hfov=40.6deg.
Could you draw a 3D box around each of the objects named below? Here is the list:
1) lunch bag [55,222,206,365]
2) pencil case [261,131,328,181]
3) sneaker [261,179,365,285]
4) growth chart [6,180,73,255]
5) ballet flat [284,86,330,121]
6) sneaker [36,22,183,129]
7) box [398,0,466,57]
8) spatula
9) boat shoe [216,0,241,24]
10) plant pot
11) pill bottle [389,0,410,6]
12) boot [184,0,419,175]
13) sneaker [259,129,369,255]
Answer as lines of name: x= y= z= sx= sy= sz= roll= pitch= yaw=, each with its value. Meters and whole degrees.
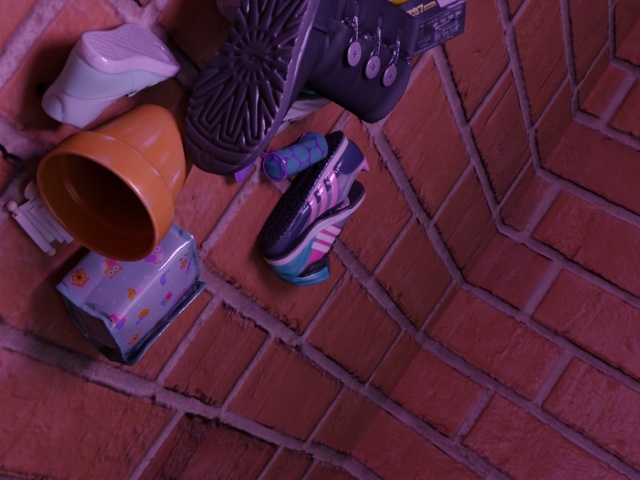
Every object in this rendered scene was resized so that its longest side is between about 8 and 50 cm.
lunch bag: x=-0.324 y=0.093 z=1.530 sx=0.223 sy=0.160 sz=0.262 roll=-50 pitch=164 yaw=-24
pencil case: x=-0.053 y=-0.177 z=1.811 sx=0.064 sy=0.070 sz=0.152 roll=-34 pitch=180 yaw=45
sneaker: x=0.000 y=0.000 z=2.021 sx=0.295 sy=0.124 sz=0.178 roll=-40 pitch=144 yaw=-19
growth chart: x=-0.383 y=-0.083 z=1.385 sx=0.237 sy=0.021 sz=0.172 roll=-45 pitch=150 yaw=-26
ballet flat: x=-0.086 y=-0.267 z=1.616 sx=0.400 sy=0.139 sz=0.139 roll=-27 pitch=140 yaw=-40
sneaker: x=-0.315 y=-0.239 z=1.287 sx=0.151 sy=0.094 sz=0.256 roll=-44 pitch=175 yaw=23
box: x=0.186 y=-0.434 z=1.792 sx=0.233 sy=0.059 sz=0.183 roll=-25 pitch=170 yaw=5
spatula: x=-0.084 y=-0.230 z=1.741 sx=0.296 sy=0.030 sz=0.084 roll=-47 pitch=153 yaw=-24
boat shoe: x=-0.095 y=-0.374 z=1.507 sx=0.079 sy=0.081 sz=0.227 roll=-60 pitch=154 yaw=3
plant pot: x=-0.288 y=-0.105 z=1.313 sx=0.205 sy=0.205 sz=0.188 roll=92 pitch=23 yaw=-45
pill bottle: x=0.157 y=-0.529 z=1.742 sx=0.215 sy=0.117 sz=0.117 roll=-7 pitch=124 yaw=-58
boot: x=-0.009 y=-0.262 z=1.450 sx=0.367 sy=0.146 sz=0.445 roll=-62 pitch=160 yaw=12
sneaker: x=-0.004 y=-0.080 z=1.903 sx=0.131 sy=0.112 sz=0.319 roll=39 pitch=84 yaw=-32
